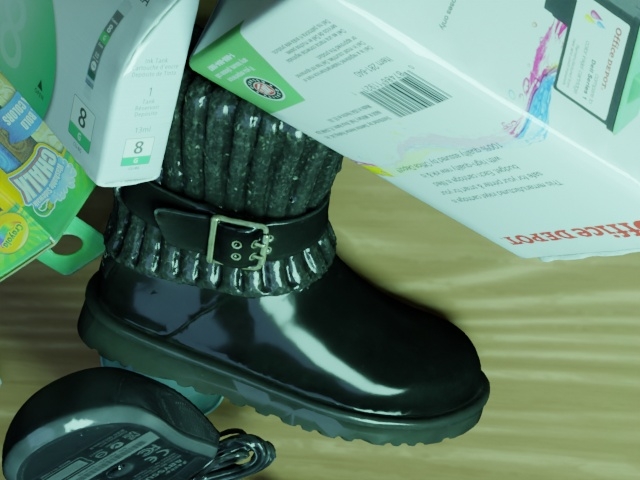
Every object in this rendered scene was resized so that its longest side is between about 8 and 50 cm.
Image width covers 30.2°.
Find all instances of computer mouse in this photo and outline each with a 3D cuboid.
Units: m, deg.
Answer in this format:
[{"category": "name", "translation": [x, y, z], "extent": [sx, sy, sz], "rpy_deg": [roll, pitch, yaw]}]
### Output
[{"category": "computer mouse", "translation": [-0.165, 0.163, 0.950], "extent": [0.188, 0.072, 0.272], "rpy_deg": [-28, 151, 6]}]

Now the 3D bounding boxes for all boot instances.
[{"category": "boot", "translation": [-0.001, 0.002, 0.884], "extent": [0.348, 0.131, 0.260], "rpy_deg": [15, 117, -10]}]

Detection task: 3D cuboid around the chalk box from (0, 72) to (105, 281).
[{"category": "chalk box", "translation": [-0.259, -0.048, 0.920], "extent": [0.132, 0.132, 0.213], "rpy_deg": [-31, 112, 33]}]

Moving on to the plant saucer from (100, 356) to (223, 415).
[{"category": "plant saucer", "translation": [-0.140, 0.113, 1.075], "extent": [0.119, 0.021, 0.119], "rpy_deg": [8, 127, 10]}]

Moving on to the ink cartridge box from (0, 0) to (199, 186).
[{"category": "ink cartridge box", "translation": [-0.146, -0.176, 0.764], "extent": [0.181, 0.056, 0.225], "rpy_deg": [46, 133, 36]}]

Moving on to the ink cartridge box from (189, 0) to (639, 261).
[{"category": "ink cartridge box", "translation": [0.090, -0.102, 0.704], "extent": [0.278, 0.117, 0.201], "rpy_deg": [28, 166, -19]}]
